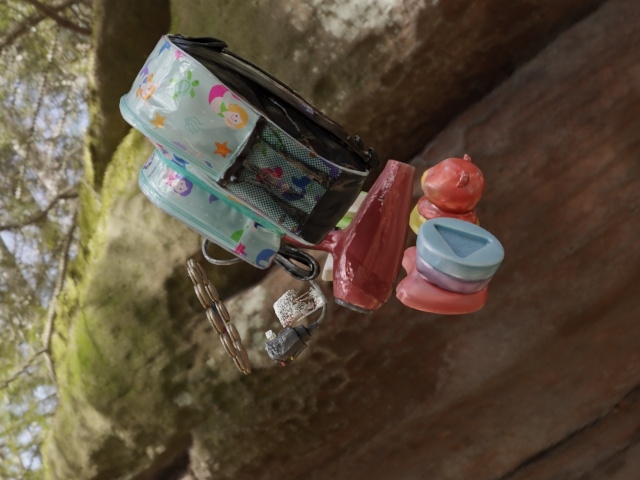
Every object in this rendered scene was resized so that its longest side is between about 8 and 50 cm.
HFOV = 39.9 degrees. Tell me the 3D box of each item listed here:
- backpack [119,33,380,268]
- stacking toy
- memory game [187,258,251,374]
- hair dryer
[{"bbox_3d":[-0.095,-0.105,0.953,0.253,0.225,0.191,38,-81,-15],"label":"backpack"},{"bbox_3d":[0.142,-0.035,1.369,0.279,0.309,0.130,10,-58,-6],"label":"stacking toy"},{"bbox_3d":[-0.144,0.109,1.261,0.012,0.186,0.186,-27,-37,-2],"label":"memory game"},{"bbox_3d":[0.000,0.000,1.095,0.293,0.224,0.080,-33,-11,10],"label":"hair dryer"}]
